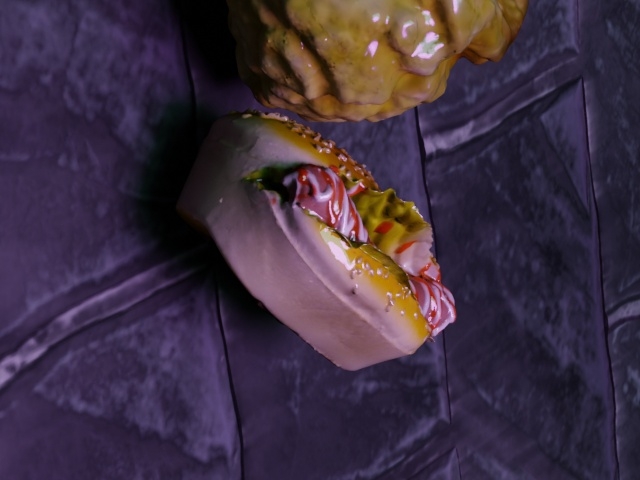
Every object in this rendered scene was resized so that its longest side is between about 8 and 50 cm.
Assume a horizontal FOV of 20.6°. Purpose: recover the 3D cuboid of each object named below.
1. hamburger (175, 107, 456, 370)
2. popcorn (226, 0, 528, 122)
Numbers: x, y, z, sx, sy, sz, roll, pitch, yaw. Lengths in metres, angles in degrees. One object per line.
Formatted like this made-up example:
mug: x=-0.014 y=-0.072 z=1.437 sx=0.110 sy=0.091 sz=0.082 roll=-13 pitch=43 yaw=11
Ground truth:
hamburger: x=0.000 y=0.000 z=1.171 sx=0.116 sy=0.173 sz=0.210 roll=-47 pitch=135 yaw=0
popcorn: x=0.049 y=-0.194 z=1.153 sx=0.251 sy=0.237 sz=0.206 roll=-22 pitch=106 yaw=-5
